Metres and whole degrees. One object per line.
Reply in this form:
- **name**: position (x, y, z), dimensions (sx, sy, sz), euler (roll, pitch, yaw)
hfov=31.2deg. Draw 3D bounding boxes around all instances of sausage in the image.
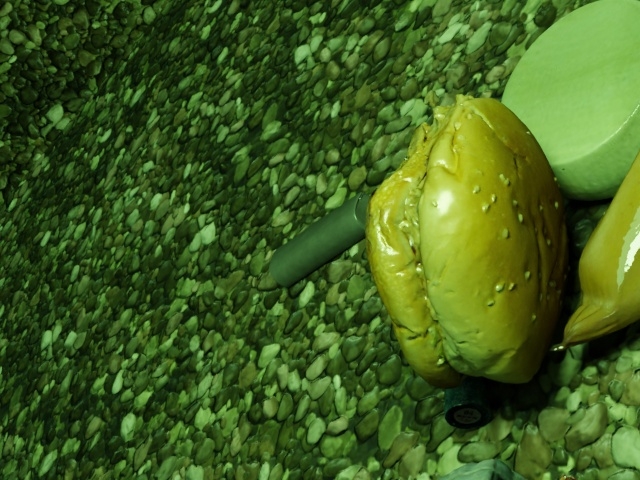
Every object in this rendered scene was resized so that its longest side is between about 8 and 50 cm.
- **sausage**: position (0.348, -0.010, 1.211), dimensions (0.328, 0.112, 0.112), euler (-59, 32, 0)

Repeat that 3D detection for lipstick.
- **lipstick**: position (0.169, 0.117, 1.394), dimensions (0.053, 0.053, 0.234), euler (-35, 37, 32)

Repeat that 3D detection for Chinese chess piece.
- **Chinese chess piece**: position (0.332, -0.167, 1.365), dimensions (0.250, 0.101, 0.250), euler (-33, 40, 33)

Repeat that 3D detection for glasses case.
- **glasses case**: position (0.001, -0.001, 1.731), dimensions (0.191, 0.042, 0.072), euler (-34, 32, 33)

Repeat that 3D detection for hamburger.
- **hamburger**: position (0.168, 0.002, 1.241), dimensions (0.170, 0.314, 0.290), euler (-7, 33, 26)

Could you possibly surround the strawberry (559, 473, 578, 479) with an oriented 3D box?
- **strawberry**: position (0.256, 0.343, 0.929), dimensions (0.137, 0.233, 0.306), euler (-48, 27, 11)

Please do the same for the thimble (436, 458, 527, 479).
- **thimble**: position (0.155, 0.338, 1.084), dimensions (0.172, 0.205, 0.236), euler (-39, 40, 25)
